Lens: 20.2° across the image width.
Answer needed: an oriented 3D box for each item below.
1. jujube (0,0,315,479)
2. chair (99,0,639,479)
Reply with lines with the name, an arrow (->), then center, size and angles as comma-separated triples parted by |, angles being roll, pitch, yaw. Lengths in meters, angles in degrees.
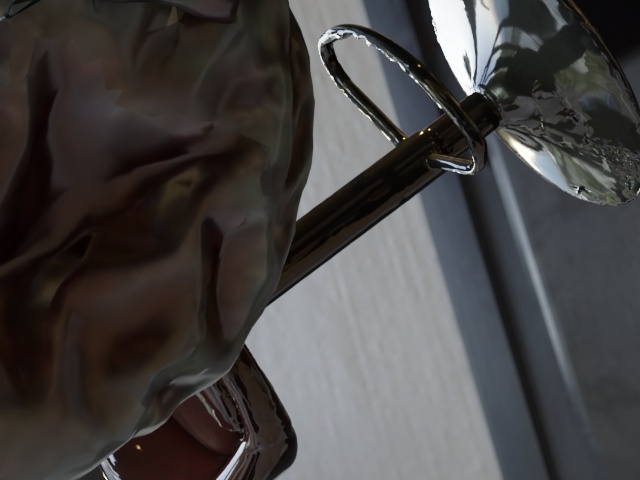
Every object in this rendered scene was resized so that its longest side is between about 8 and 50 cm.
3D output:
jujube -> -0.134, -0.054, 0.501 | 0.226, 0.226, 0.317 | -4, 20, -34
chair -> 0.000, 0.000, 1.187 | 0.401, 0.226, 0.226 | -38, -11, -15
